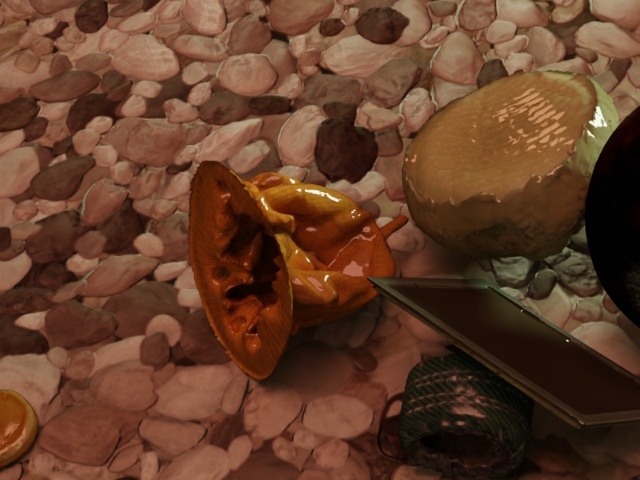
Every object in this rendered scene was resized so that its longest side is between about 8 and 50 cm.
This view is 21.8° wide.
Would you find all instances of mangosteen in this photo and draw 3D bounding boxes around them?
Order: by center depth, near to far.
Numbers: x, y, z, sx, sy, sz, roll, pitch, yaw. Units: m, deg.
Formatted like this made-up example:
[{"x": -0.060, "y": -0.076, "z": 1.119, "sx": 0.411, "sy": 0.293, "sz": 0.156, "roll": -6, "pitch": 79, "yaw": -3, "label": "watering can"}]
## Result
[{"x": 0.419, "y": -0.034, "z": 1.693, "sx": 0.300, "sy": 0.300, "sz": 0.300, "roll": -7, "pitch": 49, "yaw": 9, "label": "mangosteen"}]

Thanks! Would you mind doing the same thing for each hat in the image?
[{"x": 0.000, "y": 0.000, "z": 1.855, "sx": 0.233, "sy": 0.233, "sz": 0.244, "roll": -19, "pitch": 88, "yaw": -28, "label": "hat"}]

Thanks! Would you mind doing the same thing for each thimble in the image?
[{"x": 0.149, "y": 0.181, "z": 1.701, "sx": 0.135, "sy": 0.118, "sz": 0.090, "roll": 2, "pitch": 51, "yaw": 16, "label": "thimble"}]

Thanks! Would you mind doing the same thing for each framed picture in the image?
[{"x": 0.214, "y": 0.115, "z": 1.711, "sx": 0.296, "sy": 0.232, "sz": 0.019, "roll": 34, "pitch": 108, "yaw": 35, "label": "framed picture"}]

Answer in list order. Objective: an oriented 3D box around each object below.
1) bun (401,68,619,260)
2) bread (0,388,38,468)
[{"x": 0.220, "y": -0.068, "z": 1.858, "sx": 0.259, "sy": 0.152, "sz": 0.259, "roll": -20, "pitch": 36, "yaw": 15, "label": "bun"}, {"x": -0.371, "y": 0.214, "z": 1.871, "sx": 0.110, "sy": 0.024, "sz": 0.110, "roll": -7, "pitch": 50, "yaw": 9, "label": "bread"}]
